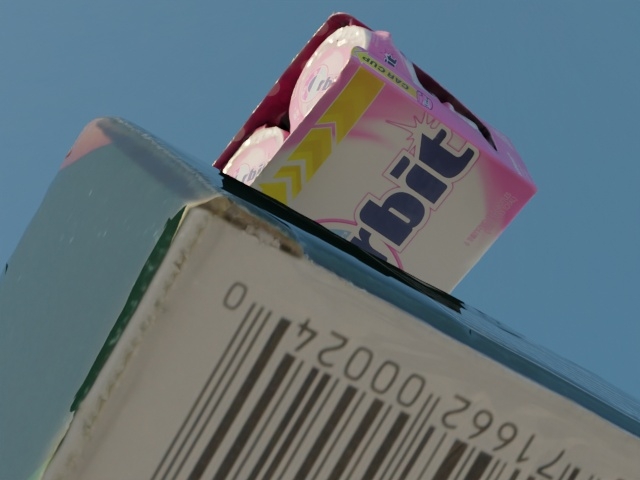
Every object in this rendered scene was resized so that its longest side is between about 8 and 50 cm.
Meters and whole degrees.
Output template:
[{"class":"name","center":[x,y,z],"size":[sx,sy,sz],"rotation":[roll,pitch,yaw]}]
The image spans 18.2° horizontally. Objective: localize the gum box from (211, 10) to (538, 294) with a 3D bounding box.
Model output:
[{"class":"gum box","center":[0.000,0.000,0.898],"size":[0.107,0.062,0.188],"rotation":[33,-73,-22]}]

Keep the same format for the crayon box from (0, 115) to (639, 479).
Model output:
[{"class":"crayon box","center":[-0.032,0.160,0.415],"size":[0.202,0.081,0.318],"rotation":[29,-87,-26]}]
